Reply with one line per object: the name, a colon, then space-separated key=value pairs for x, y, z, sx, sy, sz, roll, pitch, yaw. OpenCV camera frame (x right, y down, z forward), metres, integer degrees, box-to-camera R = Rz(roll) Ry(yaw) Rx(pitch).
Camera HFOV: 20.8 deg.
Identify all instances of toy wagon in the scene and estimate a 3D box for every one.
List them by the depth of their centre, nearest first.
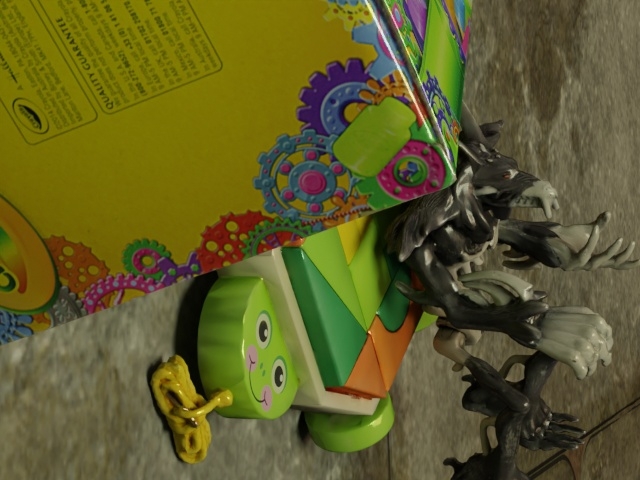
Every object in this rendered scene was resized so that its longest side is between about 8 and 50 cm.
toy wagon: x=0.000 y=0.000 z=1.037 sx=0.344 sy=0.068 sz=0.267 roll=-62 pitch=143 yaw=-48

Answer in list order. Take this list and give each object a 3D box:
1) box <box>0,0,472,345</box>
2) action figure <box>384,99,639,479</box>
box: x=-0.080 y=-0.173 z=0.583 sx=0.290 sy=0.177 sz=0.279 roll=62 pitch=20 yaw=-24
action figure: x=0.122 y=0.031 z=1.063 sx=0.164 sy=0.141 sz=0.276 roll=-58 pitch=144 yaw=-49
